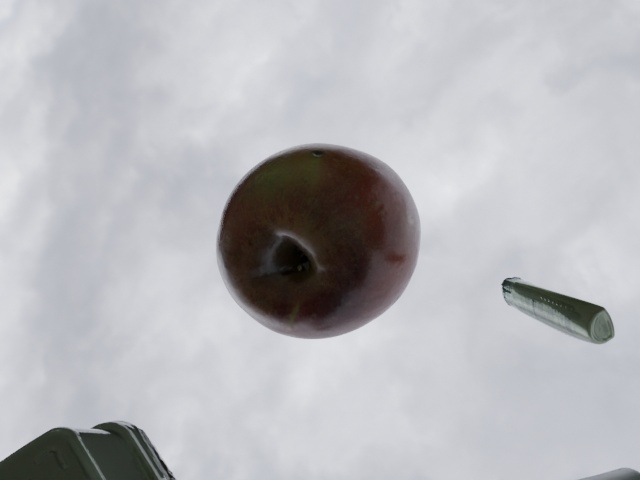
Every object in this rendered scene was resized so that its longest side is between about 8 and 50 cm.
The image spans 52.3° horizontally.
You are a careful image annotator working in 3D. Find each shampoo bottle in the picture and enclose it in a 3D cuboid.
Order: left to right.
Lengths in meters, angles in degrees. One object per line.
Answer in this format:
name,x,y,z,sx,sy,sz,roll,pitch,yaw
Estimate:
shampoo bottle,0.367,0.106,1.031,0.049,0.072,0.212,-35,-158,-11

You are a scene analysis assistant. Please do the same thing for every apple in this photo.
apple,0.000,0.000,1.132,0.349,0.277,0.348,6,-68,15

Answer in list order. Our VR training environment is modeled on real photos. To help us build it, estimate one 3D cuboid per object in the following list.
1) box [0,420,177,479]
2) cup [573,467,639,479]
box,-0.154,0.238,0.449,0.148,0.129,0.210,-37,-111,-5
cup,0.136,0.205,0.406,0.128,0.130,0.095,118,-34,-56
